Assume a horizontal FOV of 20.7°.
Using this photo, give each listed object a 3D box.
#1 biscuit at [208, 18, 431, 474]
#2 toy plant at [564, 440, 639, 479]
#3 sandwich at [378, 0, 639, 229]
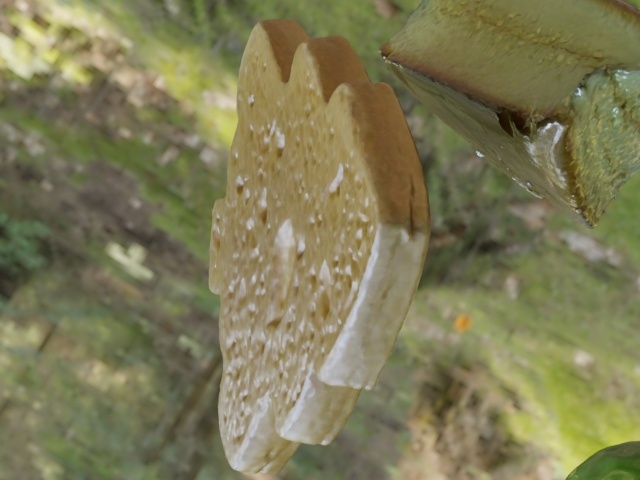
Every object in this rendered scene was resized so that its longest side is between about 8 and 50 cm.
[{"bbox_3d":[0.000,0.000,0.757,0.041,0.212,0.238,6,176,-20],"label":"biscuit"},{"bbox_3d":[0.234,0.212,0.894,0.316,0.184,0.224,34,128,-25],"label":"toy plant"},{"bbox_3d":[0.110,-0.072,0.815,0.088,0.090,0.244,41,-178,-21],"label":"sandwich"}]
